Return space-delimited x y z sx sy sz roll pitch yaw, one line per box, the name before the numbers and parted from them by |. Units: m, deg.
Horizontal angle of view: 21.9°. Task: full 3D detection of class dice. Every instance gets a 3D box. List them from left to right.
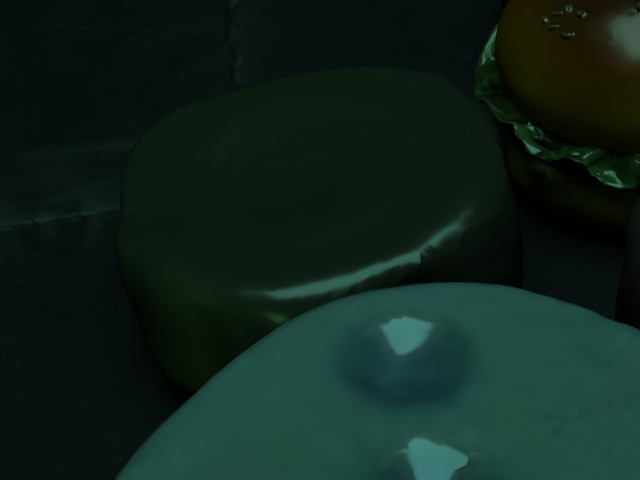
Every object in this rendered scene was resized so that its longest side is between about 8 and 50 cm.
dice | 0.058 0.198 0.717 0.262 0.265 0.268 25 49 32

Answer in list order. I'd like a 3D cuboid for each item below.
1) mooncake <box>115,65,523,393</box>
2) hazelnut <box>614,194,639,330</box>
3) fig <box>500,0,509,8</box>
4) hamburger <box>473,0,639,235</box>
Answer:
mooncake | 0.000 0.000 1.072 0.275 0.135 0.275 -6 39 5
hazelnut | 0.318 0.062 0.791 0.372 0.372 0.315 10 54 18
fig | 0.232 -0.260 1.368 0.145 0.170 0.274 22 25 10
hamburger | 0.230 -0.125 1.167 0.246 0.170 0.246 -2 38 1
